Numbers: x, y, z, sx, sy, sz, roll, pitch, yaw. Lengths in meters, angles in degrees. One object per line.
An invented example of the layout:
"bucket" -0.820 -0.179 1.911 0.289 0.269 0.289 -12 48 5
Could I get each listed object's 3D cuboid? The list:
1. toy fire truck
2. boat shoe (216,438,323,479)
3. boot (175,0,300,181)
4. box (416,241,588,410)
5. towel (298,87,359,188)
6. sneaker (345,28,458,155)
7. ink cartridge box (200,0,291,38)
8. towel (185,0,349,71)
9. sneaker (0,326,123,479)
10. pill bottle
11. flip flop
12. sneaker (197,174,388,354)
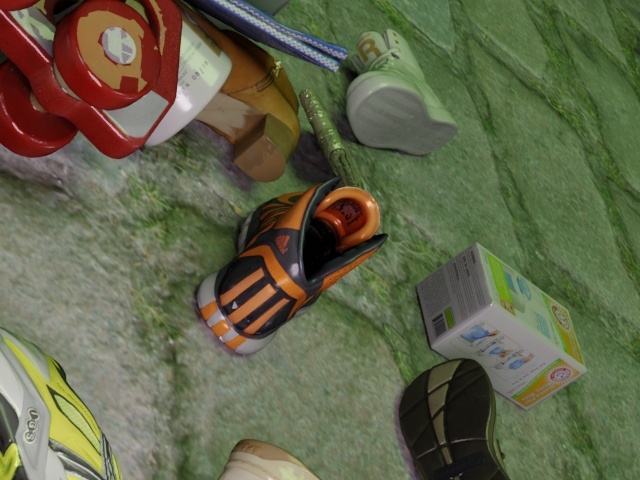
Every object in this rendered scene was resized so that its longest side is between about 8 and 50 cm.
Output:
"toy fire truck" -0.242 -0.238 1.548 0.302 0.169 0.254 45 48 -18
"boat shoe" 0.025 0.319 1.460 0.341 0.122 0.110 42 63 -16
"boot" -0.131 -0.209 1.908 0.295 0.104 0.211 48 19 -22
"box" 0.231 0.112 2.093 0.203 0.103 0.114 35 30 -35
"towel" 0.014 -0.124 2.058 0.110 0.027 0.148 65 4 23
"sneaker" 0.079 -0.220 2.285 0.169 0.108 0.292 60 15 18
"ink cartridge box" -0.093 -0.428 2.129 0.198 0.197 0.270 43 26 -21
"towel" -0.116 -0.276 1.854 0.243 0.040 0.336 27 3 -21
"sneaker" -0.179 0.217 1.174 0.147 0.145 0.384 13 47 -55
"pill bottle" -0.213 -0.220 1.715 0.229 0.131 0.131 45 25 -17
"flip flop" 0.163 0.248 1.806 0.080 0.112 0.277 65 5 -50
"sneaker" 0.000 0.000 1.737 0.124 0.180 0.321 49 24 -10
